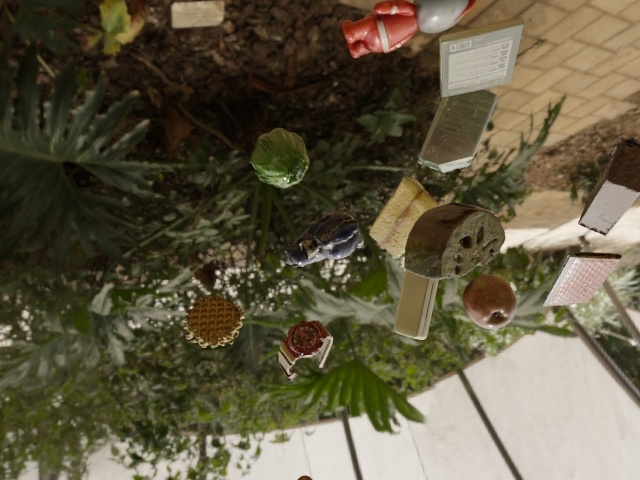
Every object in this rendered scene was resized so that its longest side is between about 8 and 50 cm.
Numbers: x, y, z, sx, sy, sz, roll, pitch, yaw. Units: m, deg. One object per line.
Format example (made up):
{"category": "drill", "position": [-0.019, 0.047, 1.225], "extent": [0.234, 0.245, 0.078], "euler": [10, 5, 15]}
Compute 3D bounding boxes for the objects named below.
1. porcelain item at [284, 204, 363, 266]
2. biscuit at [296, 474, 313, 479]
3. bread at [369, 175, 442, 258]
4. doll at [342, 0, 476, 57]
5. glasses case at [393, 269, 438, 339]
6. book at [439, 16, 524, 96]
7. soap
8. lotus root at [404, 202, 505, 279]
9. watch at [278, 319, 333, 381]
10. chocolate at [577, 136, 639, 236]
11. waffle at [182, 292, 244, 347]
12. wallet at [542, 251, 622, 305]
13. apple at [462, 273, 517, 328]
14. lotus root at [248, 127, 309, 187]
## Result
{"category": "porcelain item", "position": [0.000, 0.000, 1.626], "extent": [0.186, 0.138, 0.288], "euler": [-29, -174, -22]}
{"category": "biscuit", "position": [0.045, 0.703, 1.202], "extent": [0.062, 0.386, 0.365], "euler": [-31, -139, -30]}
{"category": "bread", "position": [0.283, -0.071, 1.872], "extent": [0.264, 0.167, 0.163], "euler": [-52, 166, 13]}
{"category": "doll", "position": [0.217, -0.526, 1.264], "extent": [0.336, 0.106, 0.200], "euler": [-18, 167, 10]}
{"category": "glasses case", "position": [0.391, 0.235, 2.208], "extent": [0.070, 0.313, 0.131], "euler": [13, 177, -40]}
{"category": "book", "position": [0.419, -0.477, 1.448], "extent": [0.201, 0.027, 0.264], "euler": [-12, 162, 10]}
{"category": "soap", "position": [0.461, -0.375, 1.841], "extent": [0.172, 0.290, 0.095], "euler": [23, 180, 11]}
{"category": "lotus root", "position": [0.302, -0.005, 1.226], "extent": [0.234, 0.138, 0.119], "euler": [-25, -161, -26]}
{"category": "watch", "position": [-0.044, 0.329, 1.571], "extent": [0.164, 0.102, 0.269], "euler": [-27, 150, -26]}
{"category": "chocolate", "position": [0.721, -0.117, 1.334], "extent": [0.111, 0.112, 0.321], "euler": [30, 169, 20]}
{"category": "waffle", "position": [-0.349, 0.265, 1.795], "extent": [0.192, 0.197, 0.070], "euler": [21, 139, 18]}
{"category": "wallet", "position": [0.542, 0.084, 1.140], "extent": [0.103, 0.020, 0.197], "euler": [0, 145, 5]}
{"category": "apple", "position": [0.612, 0.222, 1.969], "extent": [0.188, 0.174, 0.188], "euler": [-1, 122, -2]}
{"category": "lotus root", "position": [-0.106, -0.223, 1.609], "extent": [0.186, 0.186, 0.186], "euler": [-10, 165, -3]}
